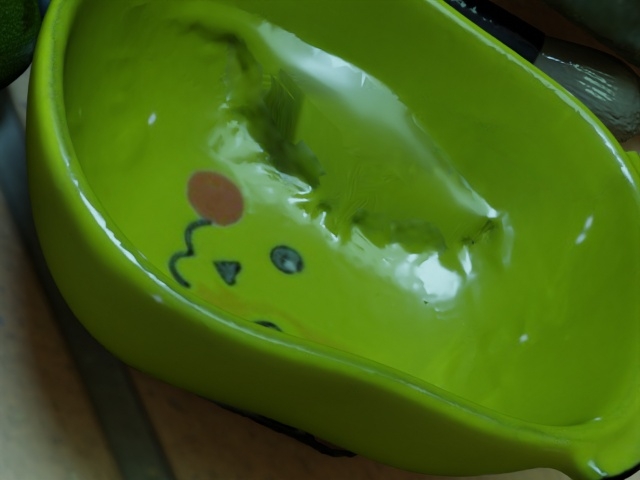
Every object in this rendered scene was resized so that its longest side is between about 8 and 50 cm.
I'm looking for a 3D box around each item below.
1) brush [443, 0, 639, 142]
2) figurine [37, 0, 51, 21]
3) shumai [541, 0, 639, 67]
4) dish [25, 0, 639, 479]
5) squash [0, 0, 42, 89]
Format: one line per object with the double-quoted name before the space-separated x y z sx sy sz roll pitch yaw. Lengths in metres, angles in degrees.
"brush" 0.031 -0.130 0.901 0.299 0.039 0.042 31 82 -11
"figurine" -0.087 -0.120 0.773 0.114 0.079 0.114 8 71 -25
"shumai" 0.200 -0.272 0.955 0.397 0.324 0.323 9 27 -23
"dish" 0.000 0.000 0.714 0.262 0.108 0.221 28 44 -14
"squash" -0.191 -0.055 0.645 0.252 0.066 0.066 -22 72 -44
